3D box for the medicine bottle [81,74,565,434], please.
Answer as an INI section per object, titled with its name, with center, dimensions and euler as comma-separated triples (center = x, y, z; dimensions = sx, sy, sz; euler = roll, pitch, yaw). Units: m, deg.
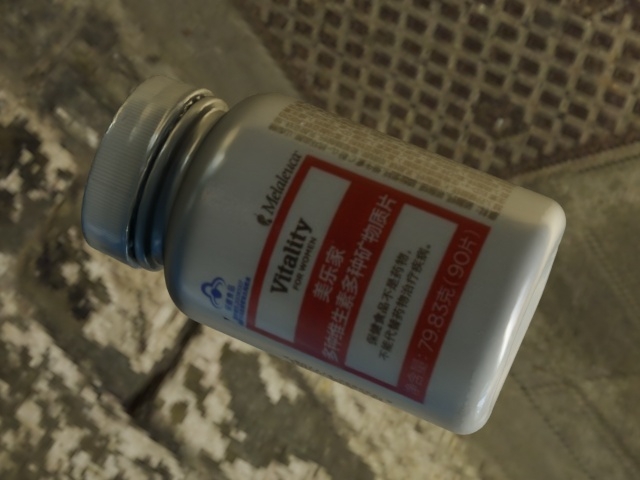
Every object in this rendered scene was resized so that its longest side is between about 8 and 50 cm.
[medicine bottle]
center = 0.000, 0.000, 0.417
dimensions = 0.140, 0.079, 0.079
euler = 23, 140, 11
